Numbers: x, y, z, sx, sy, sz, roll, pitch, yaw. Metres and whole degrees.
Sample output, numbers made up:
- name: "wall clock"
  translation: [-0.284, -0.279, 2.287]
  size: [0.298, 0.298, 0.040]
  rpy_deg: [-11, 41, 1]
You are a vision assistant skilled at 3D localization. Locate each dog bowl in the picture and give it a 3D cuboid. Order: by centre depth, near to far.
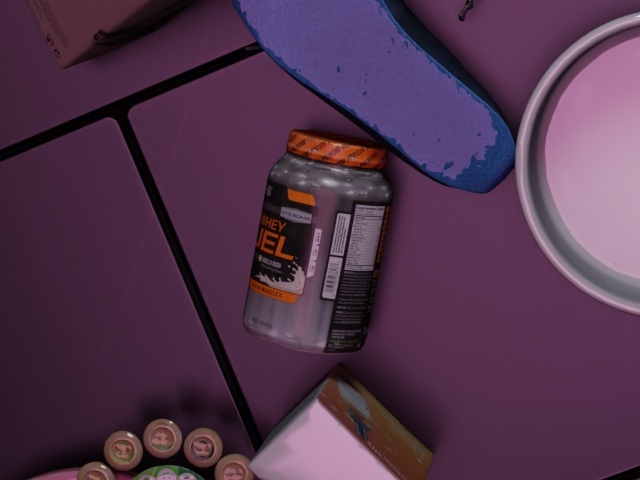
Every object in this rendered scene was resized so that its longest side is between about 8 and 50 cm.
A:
- name: "dog bowl"
  translation: [0.304, -0.069, 1.686]
  size: [0.264, 0.104, 0.265]
  rpy_deg: [2, 98, 11]

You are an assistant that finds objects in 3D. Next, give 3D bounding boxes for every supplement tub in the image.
- name: "supplement tub"
  translation: [0.000, 0.000, 1.770]
  size: [0.117, 0.117, 0.190]
  rpy_deg: [11, 98, 6]

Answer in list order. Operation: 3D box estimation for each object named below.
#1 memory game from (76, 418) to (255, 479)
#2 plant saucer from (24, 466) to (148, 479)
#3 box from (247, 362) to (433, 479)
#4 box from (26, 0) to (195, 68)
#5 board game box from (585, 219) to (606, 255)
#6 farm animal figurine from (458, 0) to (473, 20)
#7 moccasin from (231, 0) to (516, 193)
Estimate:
- name: "memory game"
  translation: [-0.141, 0.255, 1.789]
  size: [0.186, 0.012, 0.186]
  rpy_deg: [1, 96, 6]
- name: "plant saucer"
  translation: [-0.209, 0.374, 1.862]
  size: [0.332, 0.084, 0.332]
  rpy_deg: [1, 98, 8]
- name: "box"
  translation: [0.022, 0.200, 1.765]
  size: [0.130, 0.170, 0.091]
  rpy_deg: [45, 100, 0]
- name: "box"
  translation: [-0.155, -0.240, 1.681]
  size: [0.113, 0.275, 0.094]
  rpy_deg: [-27, 93, -28]
- name: "board game box"
  translation: [0.349, -0.045, 1.757]
  size: [0.211, 0.039, 0.160]
  rpy_deg: [7, 98, 8]
- name: "farm animal figurine"
  translation: [0.146, -0.400, 1.656]
  size: [0.172, 0.330, 0.327]
  rpy_deg: [2, 69, 10]
- name: "moccasin"
  translation: [0.030, -0.167, 1.746]
  size: [0.137, 0.117, 0.342]
  rpy_deg: [-41, 94, 7]
